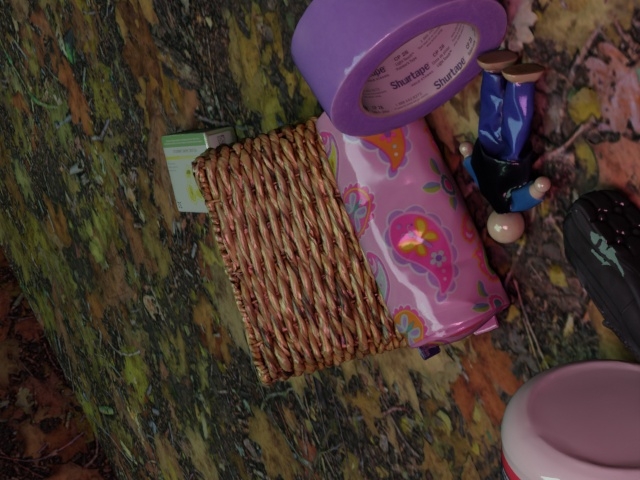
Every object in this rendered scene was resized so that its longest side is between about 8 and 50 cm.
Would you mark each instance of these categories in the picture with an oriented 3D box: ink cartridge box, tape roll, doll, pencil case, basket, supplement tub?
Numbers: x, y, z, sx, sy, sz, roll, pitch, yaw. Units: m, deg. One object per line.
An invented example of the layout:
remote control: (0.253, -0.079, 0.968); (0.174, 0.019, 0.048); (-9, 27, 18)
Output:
ink cartridge box: (-0.157, -0.050, 1.799); (0.171, 0.056, 0.235); (5, 110, 61)
tape roll: (0.073, -0.186, 1.119); (0.080, 0.189, 0.189); (58, 151, 22)
doll: (0.178, -0.079, 1.151); (0.129, 0.046, 0.189); (39, 139, 48)
pencil case: (0.097, -0.025, 1.267); (0.284, 0.124, 0.124); (66, 153, 7)
basket: (0.000, 0.000, 1.491); (0.213, 0.223, 0.299); (-42, -66, -83)
supplement tub: (0.253, 0.262, 1.074); (0.191, 0.191, 0.272); (36, 138, 49)

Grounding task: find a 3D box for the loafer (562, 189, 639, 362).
loafer: (0.278, 0.057, 1.028); (0.223, 0.076, 0.078); (61, 158, 28)
